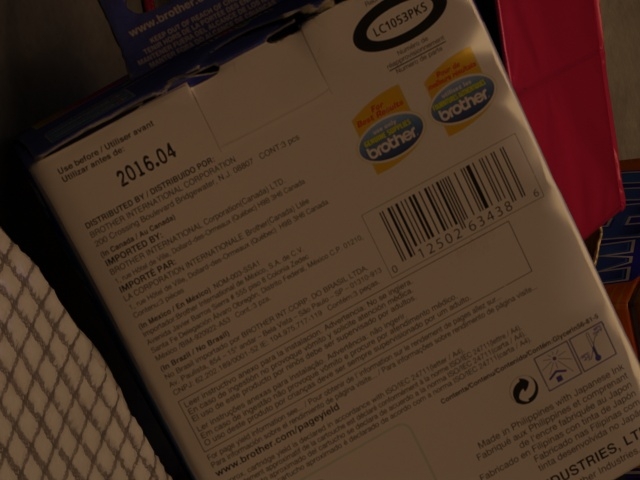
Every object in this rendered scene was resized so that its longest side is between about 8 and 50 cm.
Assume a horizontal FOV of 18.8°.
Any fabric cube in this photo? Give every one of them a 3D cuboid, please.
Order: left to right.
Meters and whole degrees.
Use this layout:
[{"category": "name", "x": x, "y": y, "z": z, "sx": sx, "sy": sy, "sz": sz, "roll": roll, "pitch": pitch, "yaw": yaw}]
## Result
[{"category": "fabric cube", "x": 0.057, "y": -0.109, "z": 1.390, "sx": 0.258, "sy": 0.254, "sz": 0.259, "roll": -29, "pitch": 111, "yaw": -64}]

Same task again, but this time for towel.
[{"category": "towel", "x": -0.175, "y": 0.165, "z": 0.991, "sx": 0.235, "sy": 0.121, "sz": 0.284, "roll": -75, "pitch": 148, "yaw": -41}]

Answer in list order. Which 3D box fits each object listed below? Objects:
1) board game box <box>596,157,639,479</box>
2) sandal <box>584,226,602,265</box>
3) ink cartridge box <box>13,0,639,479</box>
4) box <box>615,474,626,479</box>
[{"category": "board game box", "x": 0.379, "y": 0.140, "z": 1.932, "sx": 0.356, "sy": 0.356, "sz": 0.356, "roll": -51, "pitch": 131, "yaw": -57}, {"category": "sandal", "x": 0.192, "y": 0.017, "z": 1.512, "sx": 0.088, "sy": 0.079, "sz": 0.240, "roll": 39, "pitch": 19, "yaw": -6}, {"category": "ink cartridge box", "x": 0.000, "y": 0.000, "z": 1.135, "sx": 0.395, "sy": 0.270, "sz": 0.151, "roll": 64, "pitch": -9, "yaw": -15}, {"category": "box", "x": 0.126, "y": 0.236, "z": 1.566, "sx": 0.312, "sy": 0.179, "sz": 0.343, "roll": -8, "pitch": 92, "yaw": -65}]
